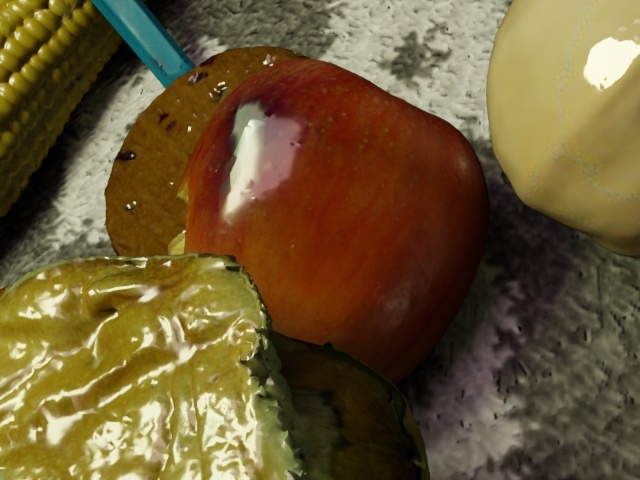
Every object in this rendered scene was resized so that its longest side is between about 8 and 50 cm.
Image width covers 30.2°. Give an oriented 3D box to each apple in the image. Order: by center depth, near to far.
[{"bbox_3d":[0.000,0.000,0.688,0.199,0.199,0.199,-18,53,25],"label":"apple"}]

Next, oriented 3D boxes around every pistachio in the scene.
[{"bbox_3d":[0.216,-0.120,0.601,0.299,0.187,0.187,-44,46,8],"label":"pistachio"}]

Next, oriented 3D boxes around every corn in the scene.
[{"bbox_3d":[-0.259,-0.150,0.988,0.144,0.144,0.387,16,70,41],"label":"corn"}]

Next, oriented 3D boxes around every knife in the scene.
[{"bbox_3d":[-0.194,-0.224,0.933,0.044,0.297,0.026,-40,4,-15],"label":"knife"}]

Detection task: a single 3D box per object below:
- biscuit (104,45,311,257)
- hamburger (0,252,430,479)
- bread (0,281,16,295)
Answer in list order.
[{"bbox_3d":[-0.068,-0.052,0.858,0.212,0.036,0.212,-17,55,25],"label":"biscuit"},{"bbox_3d":[-0.079,0.154,0.548,0.265,0.134,0.285,-2,64,29],"label":"hamburger"},{"bbox_3d":[-0.185,0.152,0.736,0.253,0.142,0.227,-44,40,5],"label":"bread"}]
